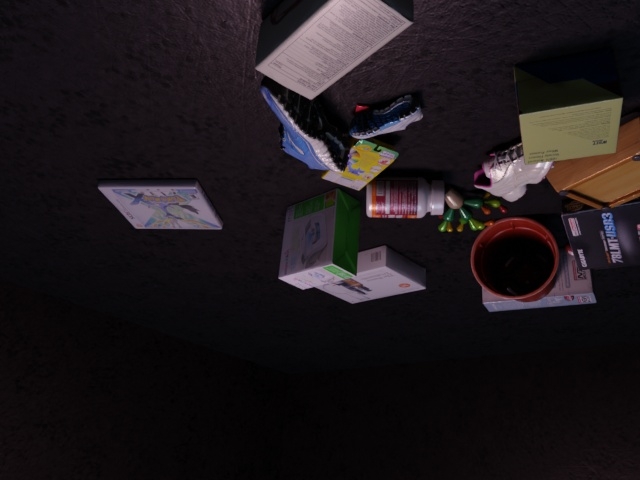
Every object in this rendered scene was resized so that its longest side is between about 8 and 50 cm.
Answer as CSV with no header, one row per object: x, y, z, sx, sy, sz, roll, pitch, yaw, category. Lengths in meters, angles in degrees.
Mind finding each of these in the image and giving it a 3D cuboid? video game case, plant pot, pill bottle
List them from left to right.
-0.525,-0.116,1.966,0.328,0.036,0.300,0,155,8,video game case
0.247,-0.126,1.714,0.221,0.121,0.121,2,155,7,pill bottle
0.673,0.088,1.975,0.272,0.272,0.265,-8,160,26,plant pot

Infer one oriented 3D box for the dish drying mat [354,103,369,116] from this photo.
0.101,-0.313,1.467,0.032,0.008,0.083,4,156,-2,dish drying mat

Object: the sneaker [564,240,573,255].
0.924,-0.013,1.935,0.221,0.087,0.128,-4,136,21,sneaker

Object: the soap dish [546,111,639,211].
0.760,-0.188,1.498,0.228,0.118,0.291,16,154,-24,soap dish

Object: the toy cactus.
0.439,-0.103,1.791,0.219,0.112,0.180,-18,129,44,toy cactus

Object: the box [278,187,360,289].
0.000,0.000,1.863,0.231,0.262,0.126,-16,148,39,box

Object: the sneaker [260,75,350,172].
-0.060,-0.271,1.434,0.147,0.130,0.330,-3,147,31,sneaker

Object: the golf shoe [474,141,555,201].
0.507,-0.199,1.530,0.140,0.115,0.306,11,154,-6,golf shoe

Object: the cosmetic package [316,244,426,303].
0.189,0.146,2.352,0.377,0.097,0.284,-17,151,38,cosmetic package

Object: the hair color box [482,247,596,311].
0.786,0.142,2.132,0.374,0.185,0.113,-9,152,27,hair color box

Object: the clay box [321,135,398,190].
0.108,-0.221,1.611,0.127,0.053,0.222,16,152,-22,clay box

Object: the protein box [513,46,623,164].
0.542,-0.288,1.294,0.199,0.136,0.201,-6,153,20,protein box

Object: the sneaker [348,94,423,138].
0.163,-0.287,1.437,0.190,0.071,0.083,-14,160,24,sneaker

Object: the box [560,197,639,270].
0.915,-0.031,1.790,0.293,0.073,0.295,-10,135,27,box

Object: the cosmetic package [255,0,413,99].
0.020,-0.415,1.115,0.153,0.129,0.296,21,150,-35,cosmetic package
